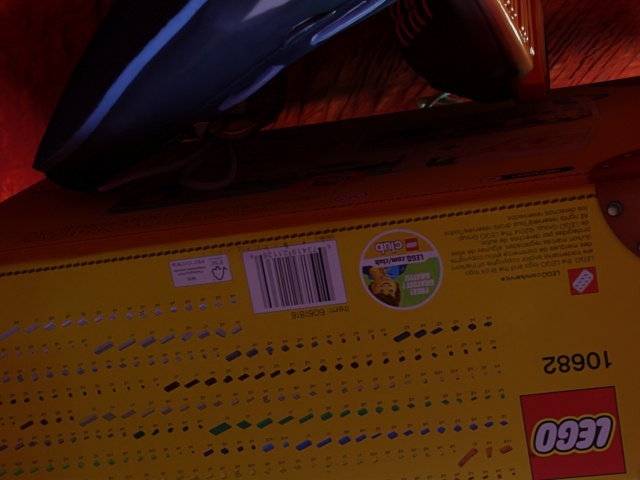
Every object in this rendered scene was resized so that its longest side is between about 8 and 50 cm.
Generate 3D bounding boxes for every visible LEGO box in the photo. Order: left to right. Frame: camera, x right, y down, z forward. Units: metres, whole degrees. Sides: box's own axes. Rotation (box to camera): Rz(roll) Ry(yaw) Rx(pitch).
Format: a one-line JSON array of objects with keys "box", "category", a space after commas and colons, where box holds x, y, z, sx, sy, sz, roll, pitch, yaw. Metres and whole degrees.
[{"box": [0.014, 0.033, 0.934, 0.500, 0.193, 0.372, -7, -167, 13], "category": "LEGO box"}]

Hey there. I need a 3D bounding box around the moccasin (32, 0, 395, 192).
[{"box": [-0.070, -0.100, 0.818, 0.116, 0.138, 0.342, 27, 150, -25], "category": "moccasin"}]

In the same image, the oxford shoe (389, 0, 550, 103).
[{"box": [0.088, -0.143, 0.858, 0.098, 0.097, 0.271, -5, 165, 14], "category": "oxford shoe"}]

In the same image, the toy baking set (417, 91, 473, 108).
[{"box": [0.129, -0.087, 1.172, 0.196, 0.030, 0.256, 7, 159, -39], "category": "toy baking set"}]
